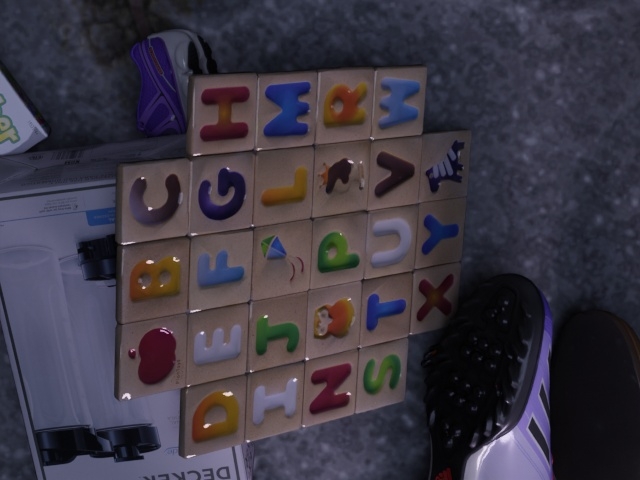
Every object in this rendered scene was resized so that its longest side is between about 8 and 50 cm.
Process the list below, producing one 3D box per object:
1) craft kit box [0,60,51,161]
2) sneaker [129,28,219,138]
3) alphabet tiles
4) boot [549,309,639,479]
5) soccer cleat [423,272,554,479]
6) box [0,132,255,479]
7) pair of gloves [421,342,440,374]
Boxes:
[{"bbox_3d":[-0.379,-0.113,1.069,0.246,0.061,0.250,-36,104,-3],"label":"craft kit box"},{"bbox_3d":[-0.111,-0.085,1.117,0.071,0.068,0.170,-3,108,22],"label":"sneaker"},{"bbox_3d":[-0.010,0.011,1.069,0.342,0.011,0.285,-9,109,-40],"label":"alphabet tiles"},{"bbox_3d":[0.279,0.199,1.218,0.115,0.112,0.305,-18,100,-35],"label":"boot"},{"bbox_3d":[0.152,0.179,1.182,0.116,0.108,0.318,1,105,-34],"label":"soccer cleat"},{"bbox_3d":[-0.151,0.073,1.084,0.169,0.087,0.290,-6,113,1],"label":"box"},{"bbox_3d":[0.129,0.119,1.208,0.074,0.010,0.083,-18,104,-5],"label":"pair of gloves"}]
